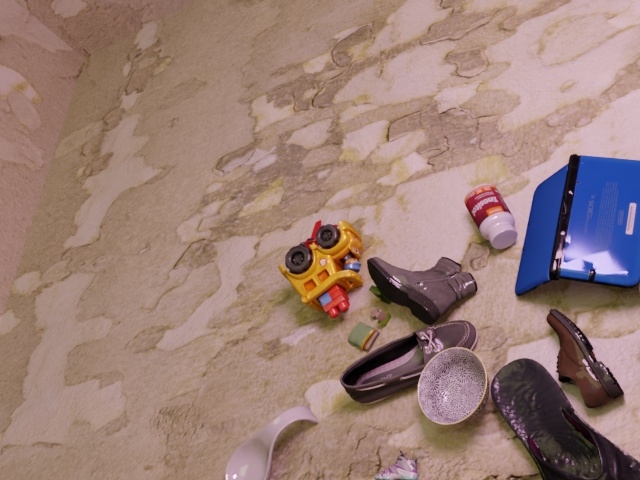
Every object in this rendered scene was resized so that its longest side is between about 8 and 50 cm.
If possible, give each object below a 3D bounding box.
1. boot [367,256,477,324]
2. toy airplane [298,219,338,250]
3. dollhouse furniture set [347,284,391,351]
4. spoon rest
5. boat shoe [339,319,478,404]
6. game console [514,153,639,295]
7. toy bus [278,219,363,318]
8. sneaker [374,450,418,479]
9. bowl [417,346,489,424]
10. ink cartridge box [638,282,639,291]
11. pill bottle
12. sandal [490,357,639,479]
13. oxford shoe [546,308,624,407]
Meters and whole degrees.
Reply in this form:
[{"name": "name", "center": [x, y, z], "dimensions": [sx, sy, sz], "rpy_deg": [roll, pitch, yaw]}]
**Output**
[{"name": "boot", "center": [0.240, 0.089, 1.796], "dimensions": [0.161, 0.083, 0.246], "rpy_deg": [-34, 50, -23]}, {"name": "toy airplane", "center": [0.000, 0.000, 2.097], "dimensions": [0.151, 0.028, 0.151], "rpy_deg": [-20, 50, 26]}, {"name": "dollhouse furniture set", "center": [0.117, 0.192, 1.856], "dimensions": [0.076, 0.058, 0.151], "rpy_deg": [24, 78, 45]}, {"name": "spoon rest", "center": [-0.131, 0.506, 1.821], "dimensions": [0.276, 0.084, 0.137], "rpy_deg": [-47, 44, 1]}, {"name": "boat shoe", "center": [0.196, 0.272, 1.714], "dimensions": [0.335, 0.095, 0.112], "rpy_deg": [-32, 47, 17]}, {"name": "game console", "center": [0.565, -0.019, 1.630], "dimensions": [0.250, 0.173, 0.293], "rpy_deg": [9, 67, 21]}, {"name": "toy bus", "center": [0.034, 0.088, 1.943], "dimensions": [0.220, 0.149, 0.211], "rpy_deg": [-38, 59, 8]}, {"name": "sneaker", "center": [0.166, 0.490, 1.638], "dimensions": [0.098, 0.038, 0.069], "rpy_deg": [-8, 55, 23]}, {"name": "bowl", "center": [0.298, 0.320, 1.609], "dimensions": [0.170, 0.080, 0.170], "rpy_deg": [-26, 48, 32]}, {"name": "ink cartridge box", "center": [0.754, 0.107, 1.419], "dimensions": [0.275, 0.060, 0.238], "rpy_deg": [-17, 53, 29]}, {"name": "pill bottle", "center": [0.404, -0.056, 1.780], "dimensions": [0.086, 0.086, 0.152], "rpy_deg": [-33, 47, 16]}, {"name": "sandal", "center": [0.461, 0.393, 1.420], "dimensions": [0.167, 0.107, 0.445], "rpy_deg": [-44, 44, 5]}, {"name": "oxford shoe", "center": [0.503, 0.233, 1.515], "dimensions": [0.096, 0.083, 0.227], "rpy_deg": [-38, 44, 18]}]
